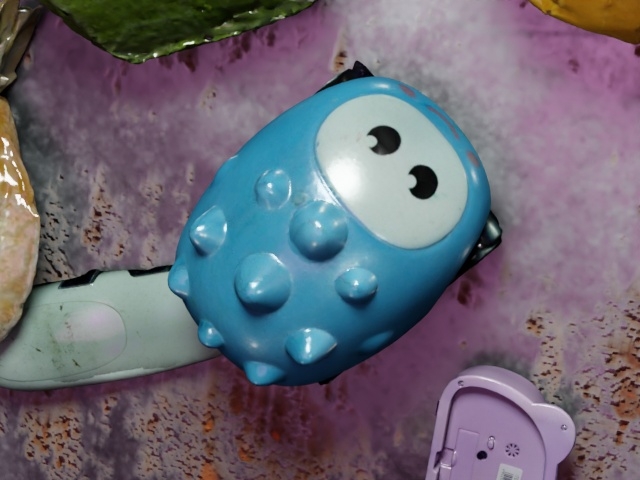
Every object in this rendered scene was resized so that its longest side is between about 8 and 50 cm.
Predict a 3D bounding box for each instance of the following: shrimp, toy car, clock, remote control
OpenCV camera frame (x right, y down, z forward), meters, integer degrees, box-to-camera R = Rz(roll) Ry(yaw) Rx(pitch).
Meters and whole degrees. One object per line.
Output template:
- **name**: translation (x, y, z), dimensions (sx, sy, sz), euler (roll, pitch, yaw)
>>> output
- **shrimp**: translation (-0.281, -0.047, 1.213), dimensions (0.168, 0.077, 0.317), euler (28, 108, 21)
- **toy car**: translation (0.000, 0.000, 1.086), dimensions (0.255, 0.190, 0.188), euler (-40, 88, 19)
- **clock**: translation (0.141, 0.176, 1.155), dimensions (0.110, 0.050, 0.153), euler (13, 106, 14)
- **remote control**: translation (-0.185, 0.074, 1.236), dimensions (0.256, 0.045, 0.097), euler (-13, 99, 17)

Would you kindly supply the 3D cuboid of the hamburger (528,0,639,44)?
- **hamburger**: translation (0.227, -0.289, 0.961), dimensions (0.314, 0.170, 0.290), euler (-41, 98, 20)

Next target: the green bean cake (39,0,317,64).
- **green bean cake**: translation (-0.116, -0.232, 1.065), dimensions (0.214, 0.200, 0.113), euler (-16, 54, 23)
